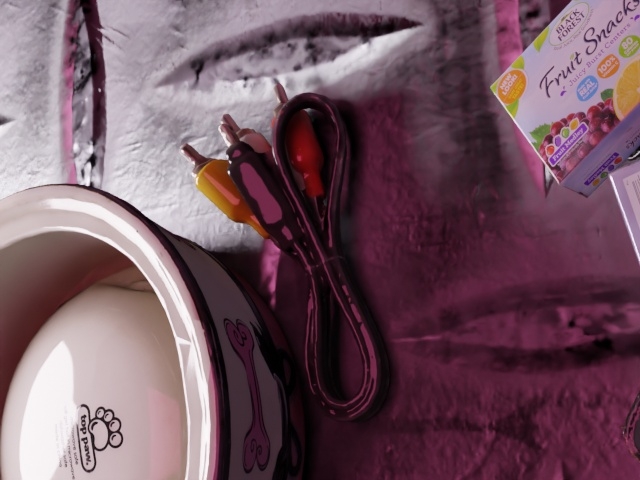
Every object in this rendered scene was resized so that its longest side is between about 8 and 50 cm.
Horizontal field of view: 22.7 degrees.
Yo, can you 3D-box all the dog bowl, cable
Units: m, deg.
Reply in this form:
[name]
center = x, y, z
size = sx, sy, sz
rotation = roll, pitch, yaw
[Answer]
[dog bowl]
center = -0.185, 0.164, 1.321
size = 0.408, 0.150, 0.408
rotation = -7, 78, 38
[cable]
center = 0.000, 0.000, 1.274
size = 0.139, 0.072, 0.287
rotation = -33, 75, 12

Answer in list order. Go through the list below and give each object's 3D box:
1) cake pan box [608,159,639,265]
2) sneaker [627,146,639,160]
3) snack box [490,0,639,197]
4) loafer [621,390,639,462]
[cake pan box]
center = 0.303, 0.030, 0.871
size = 0.267, 0.070, 0.246
rotation = -30, 73, 43
[sneaker]
center = 0.243, -0.084, 1.052
size = 0.227, 0.087, 0.130
rotation = 44, 113, 38
[snack box]
center = 0.187, -0.112, 1.025
size = 0.141, 0.037, 0.100
rotation = -47, 47, 21
[loafer]
center = 0.283, 0.055, 0.996
size = 0.267, 0.084, 0.096
rotation = -44, 60, 26
